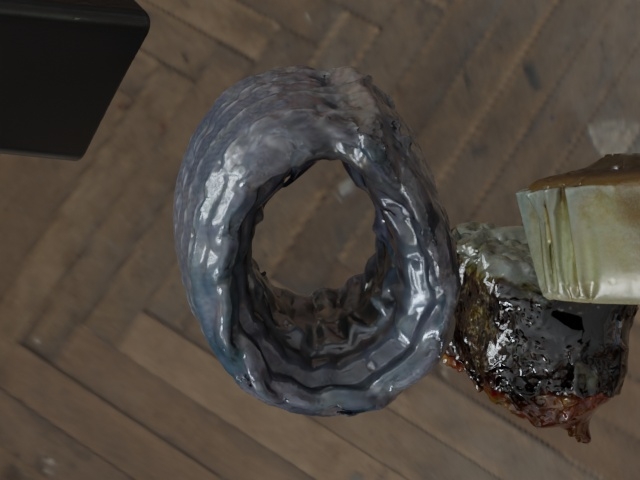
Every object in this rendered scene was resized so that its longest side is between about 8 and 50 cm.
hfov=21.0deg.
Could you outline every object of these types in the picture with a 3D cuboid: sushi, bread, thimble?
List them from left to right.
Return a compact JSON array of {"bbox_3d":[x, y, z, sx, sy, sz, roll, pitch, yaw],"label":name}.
[{"bbox_3d":[0.000,0.000,1.241,0.205,0.172,0.236,2,110,-9],"label":"thimble"},{"bbox_3d":[0.211,0.081,1.838,0.196,0.343,0.182,16,97,-9],"label":"sushi"},{"bbox_3d":[0.275,-0.014,1.340,0.209,0.192,0.110,1,96,29],"label":"bread"}]

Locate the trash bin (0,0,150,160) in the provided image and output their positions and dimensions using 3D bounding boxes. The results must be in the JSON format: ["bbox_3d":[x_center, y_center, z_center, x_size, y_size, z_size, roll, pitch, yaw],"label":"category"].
[{"bbox_3d":[-0.286,-0.163,1.509,0.115,0.225,0.165,43,115,26],"label":"trash bin"}]
